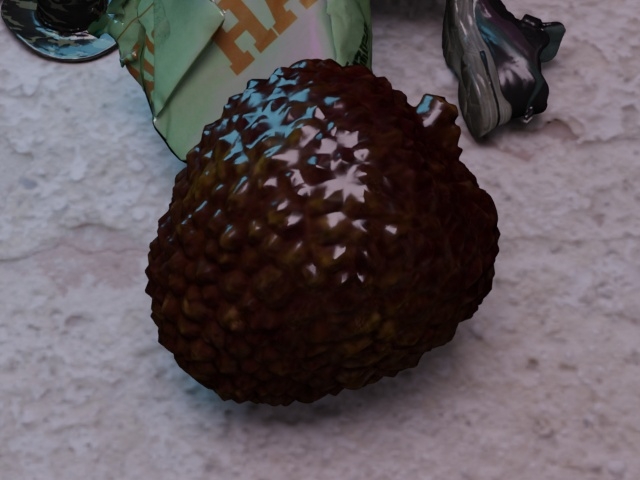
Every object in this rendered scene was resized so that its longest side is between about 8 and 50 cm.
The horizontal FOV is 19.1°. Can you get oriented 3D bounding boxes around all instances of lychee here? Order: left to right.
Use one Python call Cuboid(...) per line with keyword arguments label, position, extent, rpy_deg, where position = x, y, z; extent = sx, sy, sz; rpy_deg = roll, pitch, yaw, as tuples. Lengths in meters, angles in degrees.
Cuboid(label="lychee", position=(0.000, 0.000, 1.362), extent=(0.271, 0.236, 0.236), rpy_deg=(-48, 60, 9))

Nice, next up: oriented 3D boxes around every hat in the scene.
Cuboid(label="hat", position=(-0.219, -0.209, 1.636), extent=(0.121, 0.050, 0.121), rpy_deg=(-3, 54, 5))

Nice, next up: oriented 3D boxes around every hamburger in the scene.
Cuboid(label="hamburger", position=(-0.067, -0.166, 1.510), extent=(0.235, 0.125, 0.214), rpy_deg=(-10, 91, 24))

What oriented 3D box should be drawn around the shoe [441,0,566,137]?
Cuboid(label="shoe", position=(0.157, -0.162, 1.576), extent=(0.099, 0.071, 0.169), rpy_deg=(-5, 57, -5))
